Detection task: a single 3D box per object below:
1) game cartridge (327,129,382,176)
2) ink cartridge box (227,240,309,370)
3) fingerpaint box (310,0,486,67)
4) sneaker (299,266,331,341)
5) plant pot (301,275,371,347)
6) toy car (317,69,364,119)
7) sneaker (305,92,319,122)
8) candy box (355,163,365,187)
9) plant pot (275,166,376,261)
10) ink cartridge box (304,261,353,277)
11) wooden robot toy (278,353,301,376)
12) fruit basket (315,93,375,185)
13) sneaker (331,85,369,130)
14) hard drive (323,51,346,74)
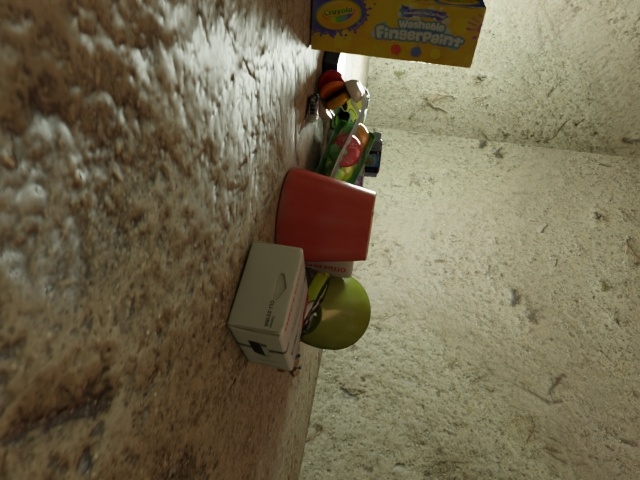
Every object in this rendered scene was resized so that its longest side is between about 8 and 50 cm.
[{"bbox_3d":[0.153,-0.375,2.090,0.355,0.230,0.068,75,24,-73],"label":"game cartridge"},{"bbox_3d":[-0.104,0.153,1.048,0.272,0.114,0.196,89,13,-61],"label":"ink cartridge box"},{"bbox_3d":[0.223,-0.659,1.374,0.371,0.445,0.163,-75,171,-50],"label":"fingerpaint box"},{"bbox_3d":[-0.087,0.198,1.318,0.299,0.121,0.111,-57,162,-25],"label":"sneaker"},{"bbox_3d":[-0.006,0.229,1.523,0.293,0.275,0.274,19,79,-69],"label":"plant pot"},{"bbox_3d":[0.048,-0.487,1.533,0.136,0.159,0.182,59,19,-13],"label":"toy car"},{"bbox_3d":[-0.024,-0.397,1.384,0.069,0.038,0.098,89,2,-48],"label":"sneaker"},{"bbox_3d":[0.113,-0.278,2.145,0.196,0.165,0.070,86,16,-65],"label":"candy box"},{"bbox_3d":[0.023,-0.057,1.319,0.275,0.243,0.274,8,90,-84],"label":"plant pot"},{"bbox_3d":[0.023,-0.031,1.542,0.114,0.199,0.272,-71,168,-65],"label":"ink cartridge box"},{"bbox_3d":[-0.118,0.419,1.608,0.079,0.076,0.173,-36,148,-28],"label":"wooden robot toy"},{"bbox_3d":[0.081,-0.327,1.689,0.353,0.166,0.326,22,92,-83],"label":"fruit basket"},{"bbox_3d":[0.100,-0.507,2.048,0.147,0.145,0.384,-43,158,-25],"label":"sneaker"},{"bbox_3d":[0.056,-0.641,1.666,0.172,0.054,0.254,89,11,-55],"label":"hard drive"}]
